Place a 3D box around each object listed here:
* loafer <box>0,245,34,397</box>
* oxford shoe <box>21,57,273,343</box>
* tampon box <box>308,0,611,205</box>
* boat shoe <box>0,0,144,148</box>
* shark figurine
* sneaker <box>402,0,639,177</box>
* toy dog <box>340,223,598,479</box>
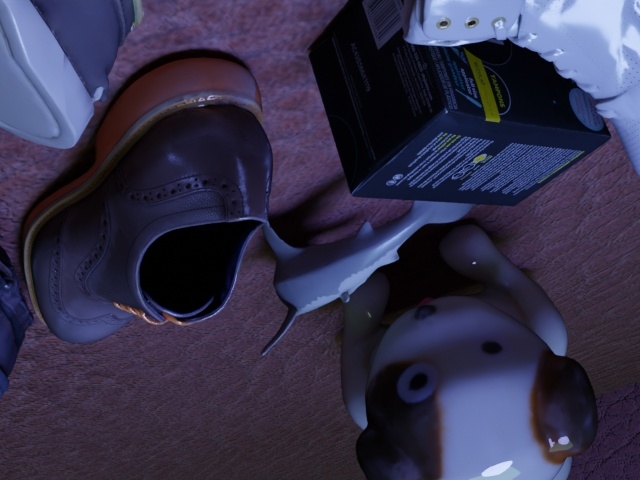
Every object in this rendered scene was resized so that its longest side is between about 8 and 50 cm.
[{"bbox_3d":[-0.292,0.037,0.740,0.109,0.095,0.302,27,151,5],"label":"loafer"},{"bbox_3d":[-0.147,0.018,0.712,0.130,0.132,0.363,-3,153,-31],"label":"oxford shoe"},{"bbox_3d":[0.095,-0.101,0.631,0.161,0.120,0.101,1,152,-37],"label":"tampon box"},{"bbox_3d":[-0.145,-0.161,0.364,0.117,0.096,0.324,21,157,14],"label":"boat shoe"},{"bbox_3d":[0.003,0.000,0.835,0.166,0.116,0.278,-42,-175,-40],"label":"shark figurine"},{"bbox_3d":[0.135,-0.133,0.540,0.169,0.108,0.292,-18,127,10],"label":"sneaker"},{"bbox_3d":[0.150,0.187,0.999,0.285,0.395,0.408,-11,166,8],"label":"toy dog"}]
